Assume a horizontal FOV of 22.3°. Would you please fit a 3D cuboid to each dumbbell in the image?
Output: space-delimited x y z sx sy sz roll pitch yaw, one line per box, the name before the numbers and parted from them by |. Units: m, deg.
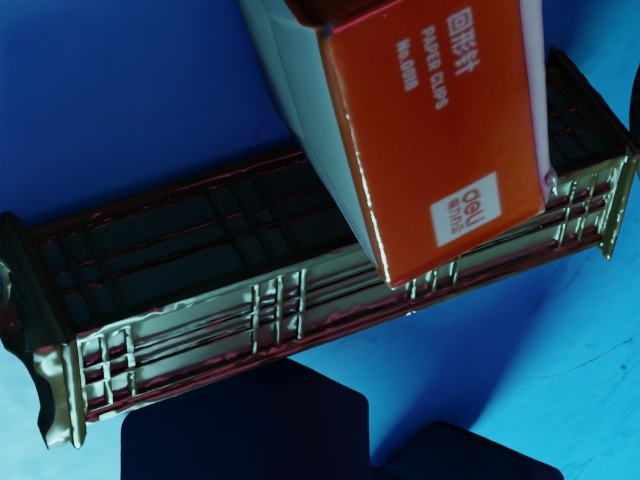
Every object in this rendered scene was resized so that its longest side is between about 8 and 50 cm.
dumbbell | 0.025 0.166 0.988 0.144 0.160 0.325 -14 155 31

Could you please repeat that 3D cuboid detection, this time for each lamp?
lamp | 0.000 0.000 0.823 0.325 0.089 0.090 -17 143 -18

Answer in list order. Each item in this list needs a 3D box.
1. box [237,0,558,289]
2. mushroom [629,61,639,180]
box | 0.029 -0.090 0.699 0.099 0.133 0.182 -28 143 -8
mushroom | 0.271 -0.080 0.842 0.226 0.178 0.226 -34 159 -15
